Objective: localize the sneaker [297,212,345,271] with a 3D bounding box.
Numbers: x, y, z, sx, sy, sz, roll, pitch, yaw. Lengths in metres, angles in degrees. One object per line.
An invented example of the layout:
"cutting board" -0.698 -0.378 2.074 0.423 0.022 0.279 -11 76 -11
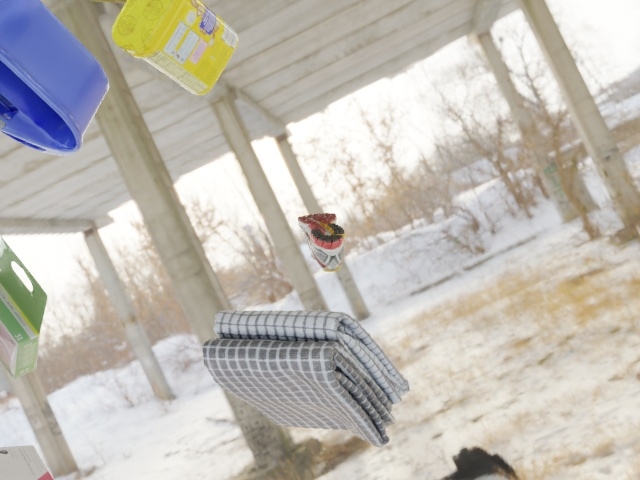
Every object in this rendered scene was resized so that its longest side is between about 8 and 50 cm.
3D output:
"sneaker" 0.000 0.000 1.614 0.088 0.092 0.225 -5 21 -5

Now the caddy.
"caddy" -0.535 -0.282 1.278 0.241 0.341 0.179 2 57 38

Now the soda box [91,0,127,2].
"soda box" -0.308 -0.439 1.083 0.062 0.058 0.181 1 -42 -7

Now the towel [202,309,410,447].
"towel" -0.020 0.221 1.189 0.235 0.283 0.121 -5 52 29

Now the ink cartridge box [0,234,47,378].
"ink cartridge box" -0.597 0.131 1.429 0.056 0.171 0.235 -27 -27 -41

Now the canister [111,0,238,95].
"canister" -0.203 -0.295 1.083 0.126 0.073 0.170 -59 -27 2

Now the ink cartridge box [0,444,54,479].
"ink cartridge box" -0.780 0.597 1.755 0.283 0.207 0.117 14 -68 -52
